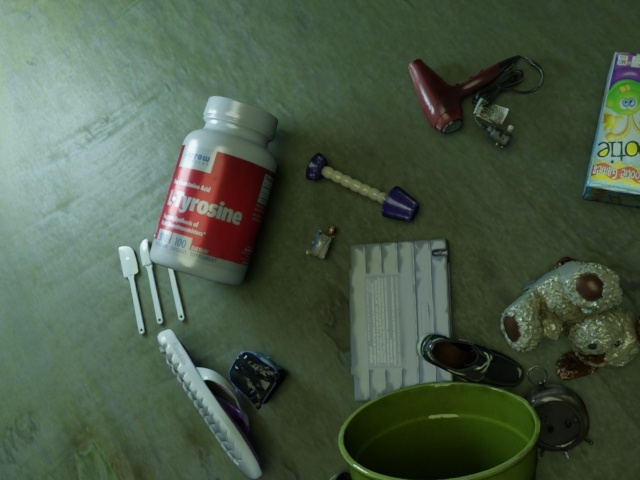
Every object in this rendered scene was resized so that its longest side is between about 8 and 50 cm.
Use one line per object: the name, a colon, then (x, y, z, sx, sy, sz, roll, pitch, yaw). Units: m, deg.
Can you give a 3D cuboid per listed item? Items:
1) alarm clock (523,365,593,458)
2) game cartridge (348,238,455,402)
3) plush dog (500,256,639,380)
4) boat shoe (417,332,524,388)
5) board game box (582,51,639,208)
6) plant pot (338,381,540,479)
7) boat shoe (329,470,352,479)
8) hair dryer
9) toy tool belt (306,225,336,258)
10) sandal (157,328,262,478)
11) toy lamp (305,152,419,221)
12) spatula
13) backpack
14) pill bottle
alarm clock: (0.463, 0.342, 1.319, 0.130, 0.064, 0.191, -22, 92, 17)
game cartridge: (0.178, 0.178, 1.462, 0.230, 0.068, 0.354, -4, 81, 21)
plush dog: (0.531, 0.158, 1.308, 0.225, 0.211, 0.262, 51, 128, 3)
boat shoe: (0.319, 0.255, 1.359, 0.233, 0.079, 0.083, 20, 78, -7)
board game box: (0.633, -0.216, 1.321, 0.142, 0.144, 0.275, 12, 87, 19)
plant pot: (0.243, 0.509, 1.242, 0.367, 0.366, 0.352, -6, 102, 17)
boat shoe: (0.052, 0.547, 1.326, 0.109, 0.305, 0.091, 16, 85, 0)
hair dryer: (0.331, -0.336, 1.489, 0.294, 0.080, 0.223, 23, 74, 14)
toy tool belt: (0.000, 0.000, 1.547, 0.051, 0.052, 0.083, 19, 88, 11)
sandal: (-0.243, 0.363, 1.541, 0.102, 0.169, 0.416, -32, 72, -23)
toy lamp: (0.097, -0.120, 1.517, 0.275, 0.080, 0.080, 26, 91, 19)
spatula: (-0.431, 0.107, 1.690, 0.168, 0.019, 0.241, -18, 77, 14)
backpack: (-0.149, 0.316, 1.534, 0.114, 0.084, 0.105, 35, 95, 15)
pill bottle: (-0.237, -0.116, 1.546, 0.229, 0.229, 0.407, 15, 87, 19)
